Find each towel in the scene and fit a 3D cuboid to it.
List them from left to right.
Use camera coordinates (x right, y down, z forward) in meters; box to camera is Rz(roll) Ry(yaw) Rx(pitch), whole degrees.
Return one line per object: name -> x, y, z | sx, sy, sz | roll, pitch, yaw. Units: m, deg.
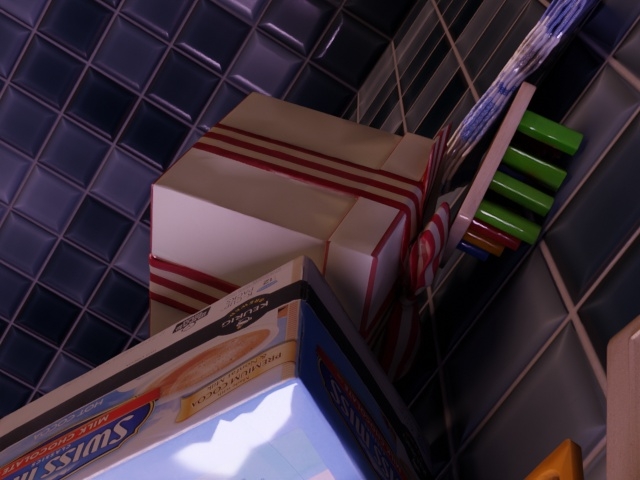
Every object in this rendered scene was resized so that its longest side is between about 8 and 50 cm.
towel -> 0.225, -0.172, 1.177 | 0.285, 0.034, 0.209 | -55, -10, 17

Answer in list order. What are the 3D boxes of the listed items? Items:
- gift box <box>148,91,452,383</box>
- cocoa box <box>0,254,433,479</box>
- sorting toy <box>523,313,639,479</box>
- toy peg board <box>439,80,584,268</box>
gift box -> 0.000, 0.000, 1.038 | 0.276, 0.258, 0.255 | -55, -22, -45
cocoa box -> -0.103, 0.218, 0.840 | 0.347, 0.231, 0.228 | -28, 17, 11
sorting toy -> 0.223, 0.071, 0.545 | 0.347, 0.047, 0.196 | -51, 8, 39
toy peg board -> 0.193, -0.049, 1.040 | 0.161, 0.079, 0.160 | -61, -6, -17
